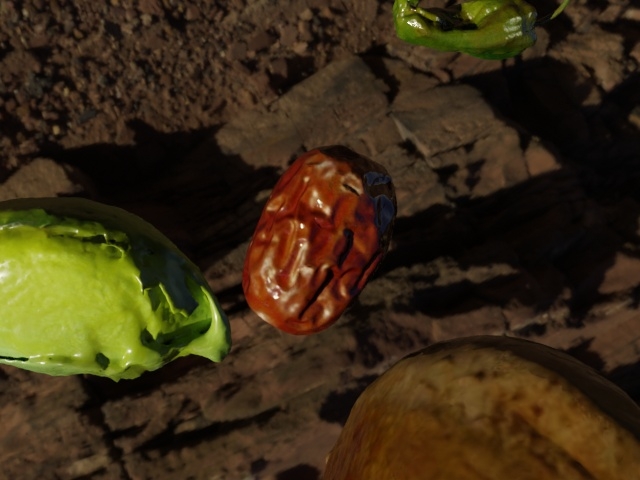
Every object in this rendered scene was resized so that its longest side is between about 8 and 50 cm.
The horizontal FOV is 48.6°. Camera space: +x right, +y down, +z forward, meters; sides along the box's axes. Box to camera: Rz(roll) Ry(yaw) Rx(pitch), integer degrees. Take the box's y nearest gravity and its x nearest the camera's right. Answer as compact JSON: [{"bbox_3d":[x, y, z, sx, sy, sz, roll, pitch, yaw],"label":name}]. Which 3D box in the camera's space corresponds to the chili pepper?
[{"bbox_3d":[0.181,-0.232,0.773,0.203,0.072,0.073,-1,129,-4],"label":"chili pepper"}]

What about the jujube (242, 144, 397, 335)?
[{"bbox_3d":[0.000,0.000,0.921,0.174,0.174,0.250,25,92,-59],"label":"jujube"}]

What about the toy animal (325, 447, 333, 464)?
[{"bbox_3d":[0.099,0.314,0.985,0.188,0.089,0.179,5,-157,20],"label":"toy animal"}]

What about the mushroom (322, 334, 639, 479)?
[{"bbox_3d":[0.091,0.194,0.420,0.195,0.263,0.283,-20,175,-11],"label":"mushroom"}]

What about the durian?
[{"bbox_3d":[-0.195,0.035,0.551,0.250,0.101,0.139,-1,108,-4],"label":"durian"}]
